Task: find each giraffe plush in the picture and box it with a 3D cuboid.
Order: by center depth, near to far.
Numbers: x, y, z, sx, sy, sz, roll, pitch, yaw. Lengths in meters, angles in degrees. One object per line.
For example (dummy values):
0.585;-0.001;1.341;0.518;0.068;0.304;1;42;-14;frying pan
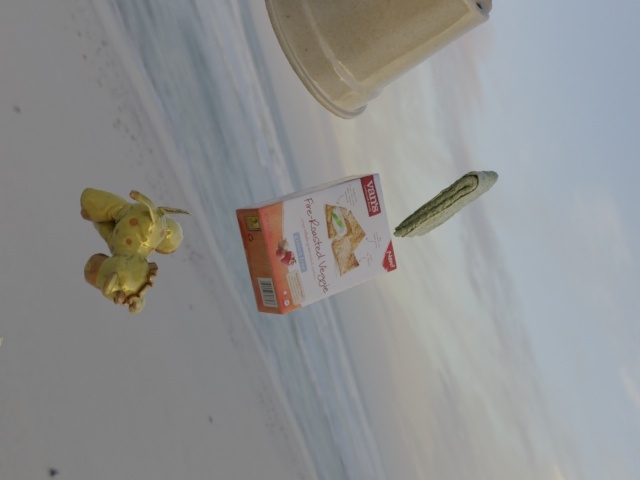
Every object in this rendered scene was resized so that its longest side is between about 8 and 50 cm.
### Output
-0.312;0.026;1.339;0.181;0.210;0.170;32;68;-42;giraffe plush

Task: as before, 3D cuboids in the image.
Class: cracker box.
0.000;0.000;1.219;0.067;0.232;0.155;0;-74;51;cracker box

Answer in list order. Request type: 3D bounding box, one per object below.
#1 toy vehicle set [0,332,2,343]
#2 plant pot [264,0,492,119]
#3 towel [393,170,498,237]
-0.550;0.072;1.125;0.166;0.035;0.267;19;12;-39;toy vehicle set
0.118;-0.427;1.446;0.334;0.305;0.333;39;40;-43;plant pot
0.174;-0.048;1.136;0.027;0.148;0.110;57;26;11;towel
